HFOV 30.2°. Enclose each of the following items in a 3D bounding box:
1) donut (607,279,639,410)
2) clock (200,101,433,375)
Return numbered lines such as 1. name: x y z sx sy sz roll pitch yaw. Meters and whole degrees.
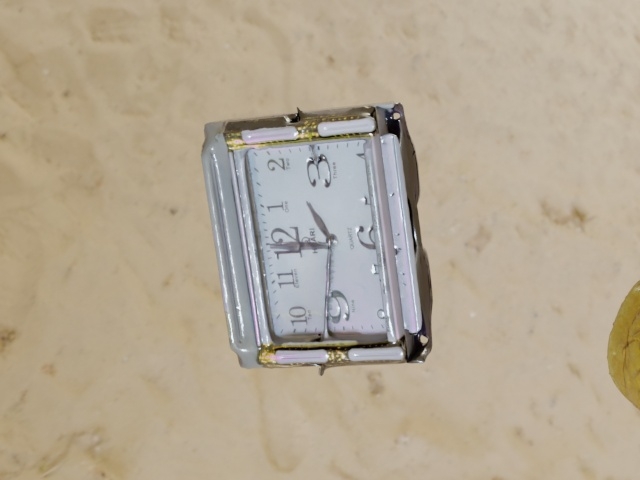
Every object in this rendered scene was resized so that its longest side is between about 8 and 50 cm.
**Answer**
1. donut: 0.557 0.153 1.577 0.330 0.330 0.160 29 21 -26
2. clock: 0.000 0.000 1.098 0.083 0.186 0.253 -34 119 -68
